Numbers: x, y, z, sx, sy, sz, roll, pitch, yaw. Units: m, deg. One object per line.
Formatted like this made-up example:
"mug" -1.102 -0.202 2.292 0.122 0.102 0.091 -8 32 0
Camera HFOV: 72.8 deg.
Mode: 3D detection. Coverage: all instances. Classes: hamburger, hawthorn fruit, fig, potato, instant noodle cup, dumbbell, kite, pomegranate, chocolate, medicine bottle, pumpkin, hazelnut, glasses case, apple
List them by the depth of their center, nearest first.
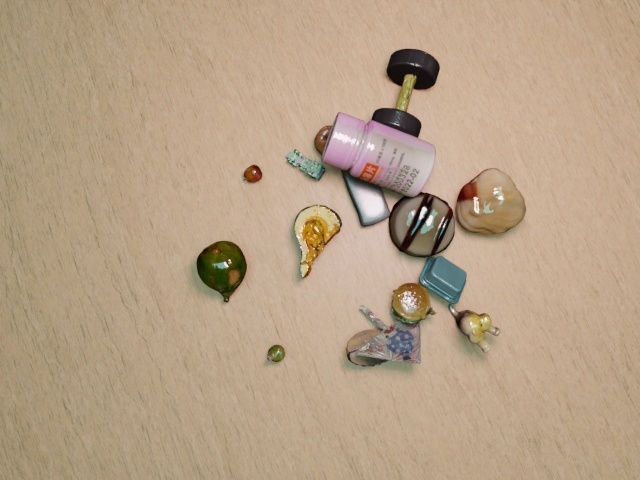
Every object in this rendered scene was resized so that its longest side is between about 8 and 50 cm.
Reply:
"medicine bottle" 0.214 -0.322 1.628 0.388 0.219 0.219 19 86 -9
"hamburger" 0.358 0.246 1.670 0.184 0.131 0.159 21 64 9
"hazelnut" 0.659 -0.145 1.673 0.261 0.241 0.261 7 105 26
"kite" 0.272 0.355 1.674 0.335 0.012 0.314 -31 59 -25
"instant noodle cup" 0.485 0.142 1.682 0.179 0.070 0.157 34 50 5
"chocolate" 0.405 -0.066 1.684 0.283 0.186 0.284 0 85 3
"potato" 0.211 0.417 1.717 0.261 0.100 0.120 -11 123 -13
"dumbbell" 0.330 -0.563 1.721 0.203 0.204 0.323 18 86 5
"pumpkin" 0.000 0.000 1.728 0.189 0.139 0.281 -8 86 3
"pomegranate" -0.183 0.452 1.729 0.084 0.073 0.073 -11 84 -27
"fig" -0.390 0.128 1.733 0.195 0.195 0.245 5 120 4
"glasses case" 0.173 -0.221 1.766 0.131 0.074 0.323 -21 84 0
"apple" 0.039 -0.402 1.772 0.125 0.102 0.126 -4 76 17
"hawthorn fruit" -0.279 -0.276 1.802 0.077 0.077 0.077 0 85 3

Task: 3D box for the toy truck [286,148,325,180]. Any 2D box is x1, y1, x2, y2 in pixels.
"toy truck" -0.063 -0.310 1.798 0.175 0.081 0.067 32 87 24

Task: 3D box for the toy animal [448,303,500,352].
"toy animal" 0.577 0.318 1.626 0.168 0.233 0.121 36 93 -3
